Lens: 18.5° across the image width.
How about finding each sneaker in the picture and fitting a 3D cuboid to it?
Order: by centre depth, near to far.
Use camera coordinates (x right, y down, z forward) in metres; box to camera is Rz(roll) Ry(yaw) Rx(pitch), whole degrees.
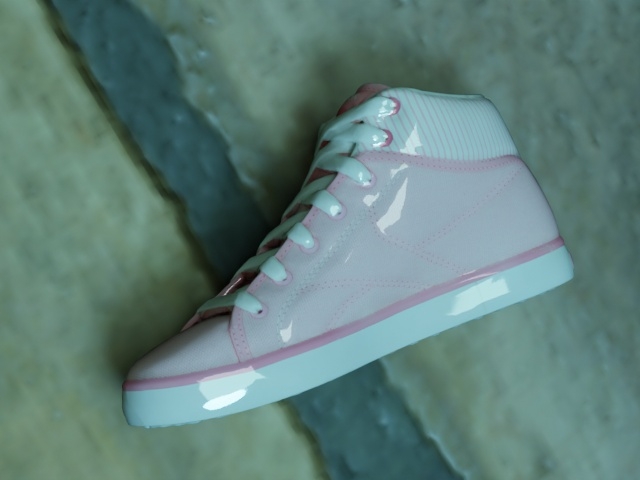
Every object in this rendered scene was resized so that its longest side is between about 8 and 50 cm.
[{"bbox_3d":[0.000,0.000,0.519,0.134,0.051,0.070,-21,94,-25],"label":"sneaker"}]
